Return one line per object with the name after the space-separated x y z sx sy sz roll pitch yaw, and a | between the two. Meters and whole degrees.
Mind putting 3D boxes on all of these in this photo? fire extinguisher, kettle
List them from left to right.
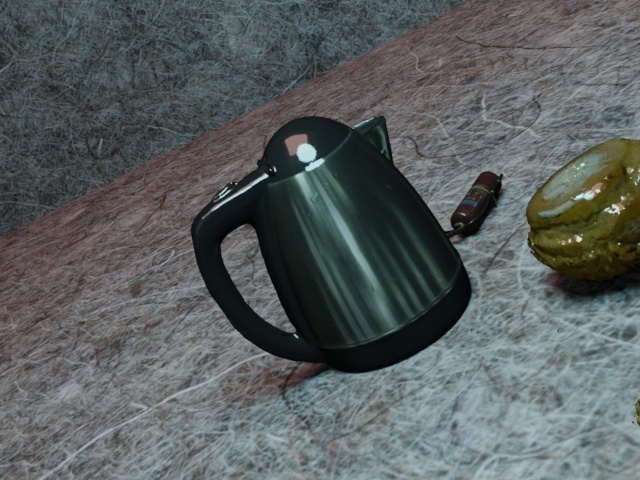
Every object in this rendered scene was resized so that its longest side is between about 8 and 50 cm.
0.009 -0.010 0.928 0.250 0.271 0.207 -22 22 18 | kettle
0.206 -0.043 1.080 0.056 0.039 0.132 -22 20 44 | fire extinguisher

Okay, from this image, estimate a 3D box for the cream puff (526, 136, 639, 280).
0.288 -0.025 0.817 0.165 0.115 0.150 -38 13 4 | cream puff

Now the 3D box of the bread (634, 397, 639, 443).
0.315 0.054 0.360 0.236 0.183 0.388 -40 -1 -43 | bread
